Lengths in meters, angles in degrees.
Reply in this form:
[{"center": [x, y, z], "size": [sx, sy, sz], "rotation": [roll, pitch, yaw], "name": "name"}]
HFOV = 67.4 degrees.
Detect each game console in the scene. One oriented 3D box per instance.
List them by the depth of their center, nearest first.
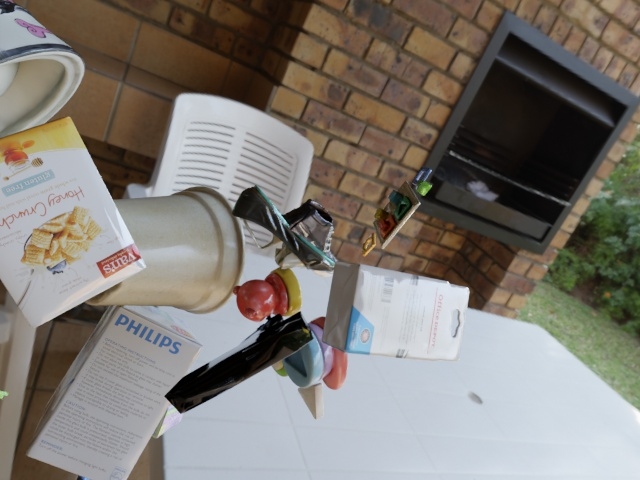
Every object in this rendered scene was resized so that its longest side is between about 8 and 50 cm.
[{"center": [-0.120, 0.180, 0.803], "size": [0.044, 0.213, 0.361], "rotation": [61, -5, 2], "name": "game console"}]

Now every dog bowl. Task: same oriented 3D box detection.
[{"center": [-0.629, -0.260, 0.825], "size": [0.150, 0.407, 0.408], "rotation": [52, 13, -14], "name": "dog bowl"}]

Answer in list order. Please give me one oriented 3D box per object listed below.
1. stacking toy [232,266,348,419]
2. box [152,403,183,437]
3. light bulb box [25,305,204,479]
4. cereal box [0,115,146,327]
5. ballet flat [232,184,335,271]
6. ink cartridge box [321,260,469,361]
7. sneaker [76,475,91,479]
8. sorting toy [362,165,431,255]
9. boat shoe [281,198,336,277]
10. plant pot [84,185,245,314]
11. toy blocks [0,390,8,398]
[{"center": [-0.089, 0.243, 1.068], "size": [0.130, 0.280, 0.309], "rotation": [-11, 37, -34], "name": "stacking toy"}, {"center": [-0.631, 0.582, 1.728], "size": [0.242, 0.118, 0.213], "rotation": [20, -4, 7], "name": "box"}, {"center": [-0.509, 0.347, 1.223], "size": [0.225, 0.361, 0.358], "rotation": [33, -12, -20], "name": "light bulb box"}, {"center": [-0.373, -0.026, 0.660], "size": [0.173, 0.240, 0.047], "rotation": [-33, 22, -30], "name": "cereal box"}, {"center": [-0.088, -0.002, 1.082], "size": [0.280, 0.096, 0.095], "rotation": [45, -2, -18], "name": "ballet flat"}, {"center": [0.099, 0.094, 0.611], "size": [0.180, 0.104, 0.060], "rotation": [13, -6, -28], "name": "ink cartridge box"}, {"center": [-0.823, 0.875, 1.704], "size": [0.058, 0.152, 0.085], "rotation": [6, 44, 15], "name": "sneaker"}, {"center": [0.221, -0.088, 1.492], "size": [0.047, 0.348, 0.196], "rotation": [30, 23, -16], "name": "sorting toy"}, {"center": [0.000, 0.000, 1.584], "size": [0.340, 0.158, 0.127], "rotation": [41, 22, -48], "name": "boat shoe"}, {"center": [-0.402, 0.027, 1.127], "size": [0.333, 0.334, 0.305], "rotation": [35, 19, 28], "name": "plant pot"}, {"center": [-1.167, 0.541, 1.388], "size": [0.190, 0.261, 0.381], "rotation": [-8, -28, 33], "name": "toy blocks"}]
